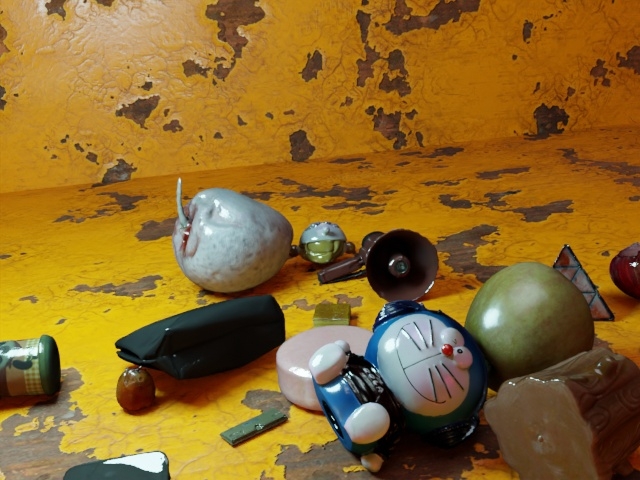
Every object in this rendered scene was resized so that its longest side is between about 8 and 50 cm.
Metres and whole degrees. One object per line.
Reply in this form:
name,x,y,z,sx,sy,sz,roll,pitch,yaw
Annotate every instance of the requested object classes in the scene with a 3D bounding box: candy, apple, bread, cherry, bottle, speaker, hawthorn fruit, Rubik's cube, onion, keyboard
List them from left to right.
bottle,-0.701,0.283,1.587,0.271,0.143,0.156,-5,-6,-10
hawthorn fruit,-0.381,0.299,1.539,0.081,0.093,0.081,-4,20,1
cherry,-0.245,0.001,2.064,0.335,0.291,0.326,10,2,-3
keyboard,-0.128,0.359,1.443,0.129,0.015,0.049,-19,19,-34
bread,0.030,0.188,1.852,0.090,0.035,0.094,-2,19,6
candy,0.036,0.261,1.562,0.255,0.094,0.255,-4,19,1
speaker,0.155,0.078,2.057,0.259,0.198,0.329,-48,12,-5
apple,0.402,0.180,1.485,0.234,0.256,0.257,-26,25,-15
Rubik's cube,0.600,0.100,1.851,0.211,0.190,0.178,2,3,5
onion,0.833,0.072,1.835,0.248,0.161,0.248,5,14,-1

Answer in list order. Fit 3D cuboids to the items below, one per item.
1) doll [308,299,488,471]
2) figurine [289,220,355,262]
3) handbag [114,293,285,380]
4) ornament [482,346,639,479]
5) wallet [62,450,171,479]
doll,0.155,0.256,1.365,0.310,0.240,0.284,-26,68,-15
figurine,0.010,-0.001,2.261,0.194,0.133,0.274,1,10,14
handbag,-0.286,0.220,1.680,0.342,0.152,0.288,-12,4,-42
ornament,0.428,0.287,1.246,0.218,0.221,0.235,-15,30,-38
wallet,-0.329,0.462,1.145,0.197,0.051,0.377,-7,21,-5
